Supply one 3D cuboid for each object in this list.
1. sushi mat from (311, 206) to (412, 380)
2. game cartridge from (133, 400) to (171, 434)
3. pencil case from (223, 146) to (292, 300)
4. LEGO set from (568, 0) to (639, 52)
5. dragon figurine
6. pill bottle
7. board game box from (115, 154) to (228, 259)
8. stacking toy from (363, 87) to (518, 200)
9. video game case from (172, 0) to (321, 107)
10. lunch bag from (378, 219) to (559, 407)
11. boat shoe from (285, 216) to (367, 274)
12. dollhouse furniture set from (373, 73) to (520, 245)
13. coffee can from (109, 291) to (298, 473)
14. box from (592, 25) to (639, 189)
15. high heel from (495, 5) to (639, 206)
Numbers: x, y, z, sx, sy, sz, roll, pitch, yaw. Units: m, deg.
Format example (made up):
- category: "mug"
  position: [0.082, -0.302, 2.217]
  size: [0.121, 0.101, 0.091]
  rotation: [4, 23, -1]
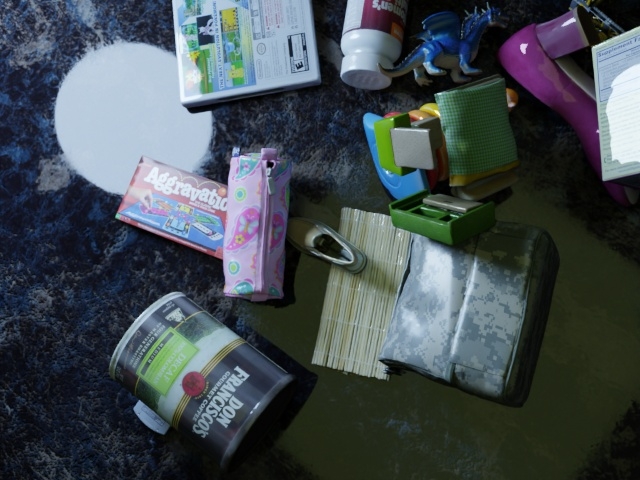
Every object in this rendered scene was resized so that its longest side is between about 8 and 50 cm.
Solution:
- category: "sushi mat"
  position: [0.084, 0.100, 1.254]
  size: [0.151, 0.019, 0.316]
  rotation: [9, 82, 10]
- category: "game cartridge"
  position: [-0.323, 0.338, 1.283]
  size: [0.083, 0.017, 0.056]
  rotation: [35, 84, 14]
- category: "pencil case"
  position: [-0.119, -0.029, 1.243]
  size: [0.124, 0.124, 0.284]
  rotation: [5, 90, 11]
- category: "LEGO set"
  position: [0.615, -0.491, 1.177]
  size: [0.331, 0.192, 0.255]
  rotation: [-36, 76, 2]
- category: "dragon figurine"
  position: [0.225, -0.377, 1.251]
  size: [0.289, 0.085, 0.144]
  rotation: [-7, 86, -14]
- category: "pill bottle"
  position: [0.106, -0.419, 1.290]
  size: [0.121, 0.121, 0.221]
  rotation: [7, 81, 11]
- category: "board game box"
  position: [-0.268, -0.064, 1.340]
  size: [0.281, 0.027, 0.145]
  rotation: [20, 83, 13]
- category: "stacking toy"
  position: [0.246, -0.207, 1.227]
  size: [0.302, 0.175, 0.165]
  rotation: [-29, 119, -14]
- category: "video game case"
  position: [-0.163, -0.461, 1.389]
  size: [0.300, 0.036, 0.329]
  rotation: [-8, 80, 8]
- category: "lunch bag"
  position: [0.248, 0.108, 1.127]
  size: [0.256, 0.212, 0.305]
  rotation: [11, 79, 28]
- category: "boat shoe"
  position: [0.000, 0.000, 1.245]
  size: [0.190, 0.072, 0.068]
  rotation: [24, 88, 26]
- category: "dollhouse furniture set"
  position: [0.260, -0.146, 1.078]
  size: [0.302, 0.151, 0.197]
  rotation: [-23, 113, -29]
- category: "coffee can"
  position: [-0.208, 0.252, 1.183]
  size: [0.275, 0.201, 0.201]
  rotation: [34, 87, 14]
- category: "box"
  position: [0.583, -0.213, 1.116]
  size: [0.214, 0.117, 0.243]
  rotation: [6, 79, -34]
- category: "high heel"
  position: [0.467, -0.229, 1.230]
  size: [0.181, 0.127, 0.377]
  rotation: [-19, 86, 47]
